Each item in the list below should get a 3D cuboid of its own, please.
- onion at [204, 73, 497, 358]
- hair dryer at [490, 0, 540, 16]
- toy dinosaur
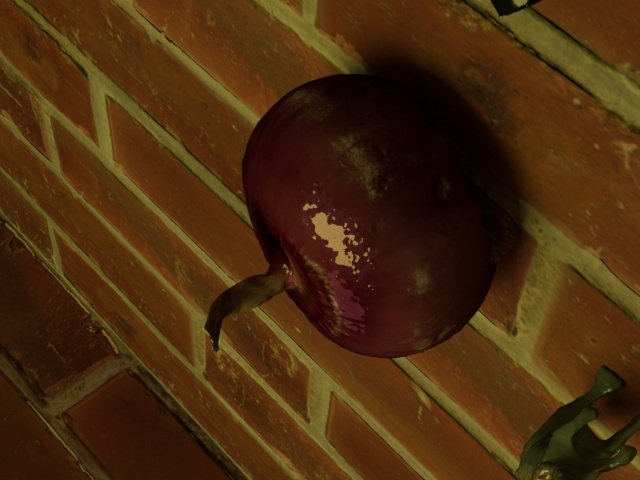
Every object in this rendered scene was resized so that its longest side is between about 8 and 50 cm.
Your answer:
[{"bbox_3d":[0.026,-0.025,1.441,0.358,0.345,0.358,174,90,-87],"label":"onion"},{"bbox_3d":[0.189,-0.313,1.036,0.197,0.089,0.251,60,157,-10],"label":"hair dryer"},{"bbox_3d":[0.307,0.236,1.421,0.092,0.205,0.393,48,173,1],"label":"toy dinosaur"}]
